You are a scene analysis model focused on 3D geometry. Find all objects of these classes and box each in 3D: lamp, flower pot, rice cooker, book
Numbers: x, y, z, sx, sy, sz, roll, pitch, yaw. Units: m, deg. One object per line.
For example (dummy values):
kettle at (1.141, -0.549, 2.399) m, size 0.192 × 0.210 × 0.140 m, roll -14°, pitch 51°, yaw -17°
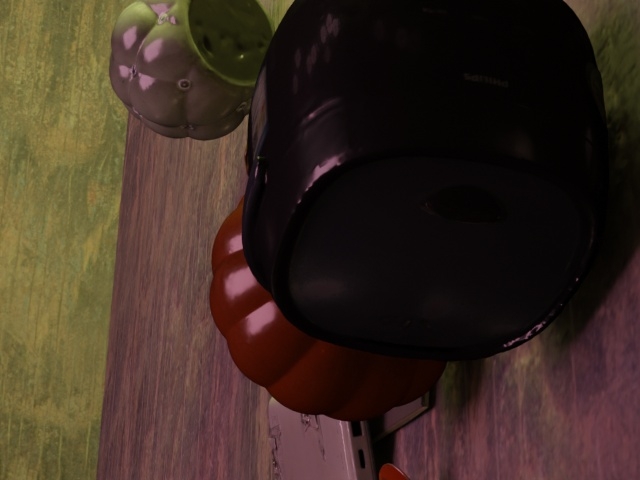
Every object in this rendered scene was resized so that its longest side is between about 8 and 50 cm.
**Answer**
lamp at (0.016, 0.039, 1.215) m, size 0.196 × 0.223 × 0.223 m, roll 136°, pitch 141°, yaw -54°
flower pot at (-0.186, -0.264, 2.128) m, size 0.195 × 0.246 × 0.246 m, roll -23°, pitch 56°, yaw 44°
rice cooker at (0.069, -0.059, 1.021) m, size 0.267 × 0.267 × 0.224 m, roll 113°, pitch 160°, yaw -45°
book at (0.069, 0.115, 1.375) m, size 0.181 × 0.014 × 0.127 m, roll 130°, pitch 145°, yaw -64°

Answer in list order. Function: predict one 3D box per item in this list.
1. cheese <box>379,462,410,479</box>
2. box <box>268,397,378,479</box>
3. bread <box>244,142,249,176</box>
cheese at (0.045, 0.259, 1.291) m, size 0.106 × 0.037 × 0.256 m, roll 56°, pitch 149°, yaw 10°
box at (-0.001, 0.219, 1.487) m, size 0.285 × 0.044 × 0.142 m, roll 154°, pitch 109°, yaw -72°
bread at (-0.062, -0.132, 1.931) m, size 0.082 × 0.056 × 0.115 m, roll 87°, pitch -164°, yaw -63°
